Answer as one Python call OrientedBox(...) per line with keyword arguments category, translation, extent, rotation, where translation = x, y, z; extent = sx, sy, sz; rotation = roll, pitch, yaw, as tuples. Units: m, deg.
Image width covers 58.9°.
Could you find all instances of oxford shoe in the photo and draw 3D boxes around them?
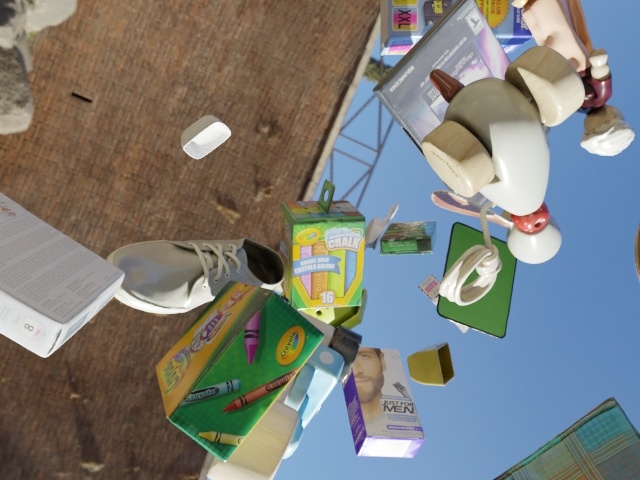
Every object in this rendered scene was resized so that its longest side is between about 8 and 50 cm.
OrientedBox(category="oxford shoe", translation=(-0.241, 0.058, 1.196), extent=(0.130, 0.449, 0.169), rotation=(-36, -115, 31))

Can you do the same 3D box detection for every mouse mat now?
OrientedBox(category="mouse mat", translation=(0.293, 0.072, 1.047), extent=(0.007, 0.153, 0.189), rotation=(-33, -142, 65))

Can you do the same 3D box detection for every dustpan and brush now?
OrientedBox(category="dustpan and brush", translation=(0.173, -0.038, 1.655), extent=(0.211, 0.060, 0.147), rotation=(-66, -175, -25))

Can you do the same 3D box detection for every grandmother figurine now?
OrientedBox(category="grandmother figurine", translation=(0.474, -0.311, 1.038), extent=(0.104, 0.342, 0.208), rotation=(-27, -172, 13))

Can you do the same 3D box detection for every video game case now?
OrientedBox(category="video game case", translation=(0.227, -0.198, 0.872), extent=(0.196, 0.274, 0.026), rotation=(-47, -152, -3))

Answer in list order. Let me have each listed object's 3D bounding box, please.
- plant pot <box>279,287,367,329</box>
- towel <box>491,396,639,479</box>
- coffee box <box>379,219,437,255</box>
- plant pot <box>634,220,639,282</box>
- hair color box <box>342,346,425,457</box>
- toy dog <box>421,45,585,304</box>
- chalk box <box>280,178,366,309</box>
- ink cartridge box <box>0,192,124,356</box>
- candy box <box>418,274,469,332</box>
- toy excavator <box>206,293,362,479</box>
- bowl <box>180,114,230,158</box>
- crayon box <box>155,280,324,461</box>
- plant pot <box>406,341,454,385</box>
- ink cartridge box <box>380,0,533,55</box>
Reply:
OrientedBox(category="plant pot", translation=(0.017, 0.190, 1.793), extent=(0.227, 0.207, 0.228), rotation=(-37, -171, 20))
OrientedBox(category="towel", translation=(0.630, 0.588, 1.354), extent=(0.370, 0.271, 0.040), rotation=(-35, 178, 1))
OrientedBox(category="coffee box", translation=(0.198, -0.008, 1.257), extent=(0.184, 0.113, 0.040), rotation=(-39, 124, -70))
OrientedBox(category="plant pot", translation=(0.552, 0.032, 0.819), extent=(0.032, 0.236, 0.236), rotation=(133, -27, -75))
OrientedBox(category="hair color box", translation=(0.179, 0.486, 1.739), extent=(0.338, 0.185, 0.110), rotation=(-104, -154, -53))
OrientedBox(category="toy dog", translation=(0.209, -0.094, 0.702), extent=(0.161, 0.220, 0.333), rotation=(55, -17, 39))
OrientedBox(category="chalk box", translation=(0.000, 0.000, 1.376), extent=(0.180, 0.179, 0.288), rotation=(-126, -145, -68))
OrientedBox(category="ink cartridge box", translation=(-0.370, 0.022, 0.669), extent=(0.066, 0.232, 0.189), rotation=(-58, -174, 13))
OrientedBox(category="candy box", translation=(0.443, 0.217, 1.992), extent=(0.070, 0.165, 0.196), rotation=(-45, -169, 4))
OrientedBox(category="toy excavator", translation=(-0.085, 0.288, 0.996), extent=(0.433, 0.222, 0.445), rotation=(-63, -179, 43))
OrientedBox(category="bowl", translation=(-0.349, -0.317, 1.700), extent=(0.142, 0.053, 0.142), rotation=(-36, 168, 3))
OrientedBox(category="crayon box", translation=(-0.115, 0.141, 0.705), extent=(0.165, 0.081, 0.278), rotation=(-51, -167, -14))
OrientedBox(category="plant pot", translation=(0.241, 0.277, 1.266), extent=(0.083, 0.081, 0.081), rotation=(-12, -93, 30))
OrientedBox(category="ink cartridge box", translation=(0.341, -0.584, 1.312), extent=(0.151, 0.396, 0.269), rotation=(-122, -149, -84))
